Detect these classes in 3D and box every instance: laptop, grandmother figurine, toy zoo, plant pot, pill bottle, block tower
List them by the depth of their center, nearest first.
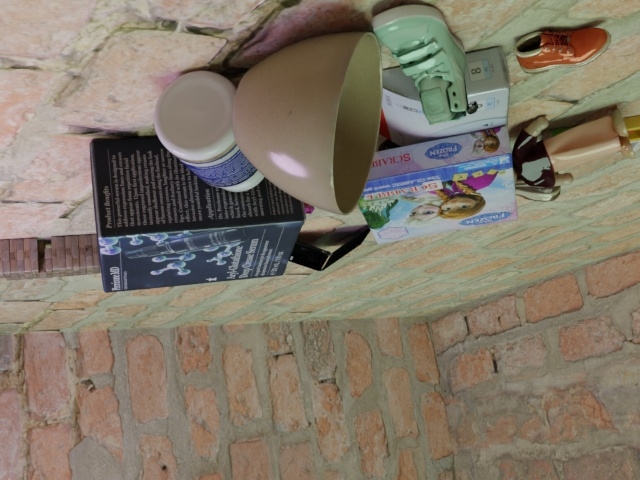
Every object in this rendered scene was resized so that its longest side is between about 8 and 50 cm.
[{"bbox_3d":[-0.028,-0.193,1.391,0.190,0.284,0.284,9,171,15],"label":"plant pot"},{"bbox_3d":[-0.177,-0.178,1.536,0.153,0.153,0.265,-10,166,8],"label":"pill bottle"},{"bbox_3d":[0.502,-0.185,1.939,0.342,0.104,0.208,-21,121,17],"label":"grandmother figurine"},{"bbox_3d":[0.658,-0.234,2.057,0.293,0.030,0.192,-9,166,4],"label":"toy zoo"},{"bbox_3d":[-0.710,0.045,2.268,0.335,0.091,0.097,-4,166,-15],"label":"block tower"},{"bbox_3d":[0.000,0.000,2.665,0.264,0.137,0.234,19,163,-2],"label":"laptop"}]

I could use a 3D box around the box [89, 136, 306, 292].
[{"bbox_3d":[-0.257,-0.057,1.790,0.395,0.212,0.293,-5,158,-13],"label":"box"}]

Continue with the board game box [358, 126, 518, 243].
[{"bbox_3d":[0.238,-0.102,1.805,0.318,0.066,0.318,-10,156,12],"label":"board game box"}]

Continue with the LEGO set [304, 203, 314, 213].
[{"bbox_3d":[-0.142,-0.088,2.089,0.227,0.093,0.087,2,140,-35],"label":"LEGO set"}]

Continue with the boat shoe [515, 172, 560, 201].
[{"bbox_3d":[0.449,-0.160,2.125,0.257,0.095,0.095,3,134,17],"label":"boat shoe"}]

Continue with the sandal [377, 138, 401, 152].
[{"bbox_3d":[0.235,-0.159,1.953,0.302,0.120,0.086,5,177,-41],"label":"sandal"}]

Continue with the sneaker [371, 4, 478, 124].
[{"bbox_3d":[0.171,-0.267,1.383,0.094,0.151,0.256,-15,164,31],"label":"sneaker"}]

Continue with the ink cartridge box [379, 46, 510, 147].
[{"bbox_3d":[0.160,-0.229,1.667,0.384,0.091,0.308,-11,166,8],"label":"ink cartridge box"}]

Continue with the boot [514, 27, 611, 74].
[{"bbox_3d":[0.405,-0.328,1.479,0.157,0.059,0.084,-13,161,25],"label":"boot"}]
